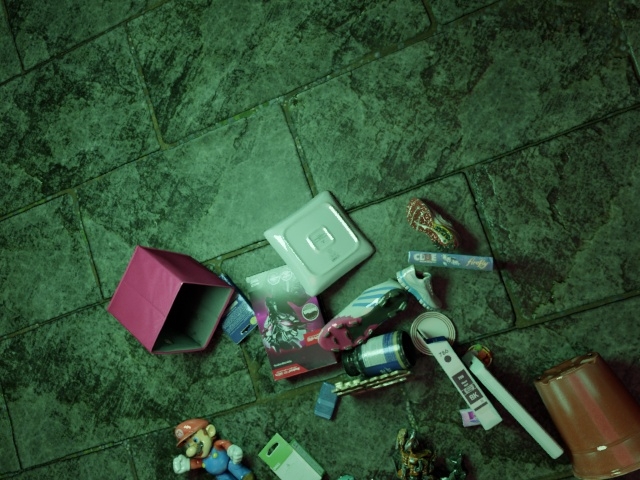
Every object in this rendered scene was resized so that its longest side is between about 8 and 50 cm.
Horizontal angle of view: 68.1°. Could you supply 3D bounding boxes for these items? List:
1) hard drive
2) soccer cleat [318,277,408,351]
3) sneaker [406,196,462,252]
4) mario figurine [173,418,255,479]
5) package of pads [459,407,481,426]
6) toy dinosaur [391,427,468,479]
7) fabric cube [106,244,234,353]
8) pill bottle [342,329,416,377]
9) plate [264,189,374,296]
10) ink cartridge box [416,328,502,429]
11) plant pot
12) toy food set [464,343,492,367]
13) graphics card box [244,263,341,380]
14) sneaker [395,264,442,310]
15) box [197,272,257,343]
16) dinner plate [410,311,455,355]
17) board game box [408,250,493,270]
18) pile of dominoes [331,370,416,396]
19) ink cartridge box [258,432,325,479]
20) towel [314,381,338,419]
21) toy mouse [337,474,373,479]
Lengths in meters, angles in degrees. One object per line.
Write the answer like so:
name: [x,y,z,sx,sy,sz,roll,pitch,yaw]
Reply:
hard drive: [0.553,0.472,1.392,0.040,0.203,0.307,-43,85,4]
soccer cleat: [0.137,0.241,1.543,0.331,0.143,0.116,-32,111,3]
sneaker: [0.365,-0.051,1.532,0.225,0.092,0.088,52,129,23]
mario figurine: [-0.385,0.760,1.628,0.320,0.170,0.198,45,64,3]
package of pads: [0.490,0.559,1.506,0.083,0.032,0.050,-14,85,12]
toy dinosaur: [0.347,0.752,1.500,0.218,0.164,0.322,-17,109,26]
fabric cube: [-0.503,0.200,1.600,0.258,0.254,0.259,29,96,29]
pill bottle: [0.186,0.371,1.526,0.219,0.122,0.123,-21,84,25]
plate: [0.000,0.000,1.574,0.277,0.045,0.278,-35,81,-15]
ink cartridge box: [0.414,0.395,1.438,0.065,0.165,0.333,-37,79,6]
plant pot: [0.768,0.478,1.340,0.272,0.272,0.265,-30,75,10]
toy food set: [0.505,0.374,1.513,0.082,0.020,0.083,39,97,11]
graphics card box: [-0.095,0.267,1.617,0.232,0.094,0.371,-18,83,11]
sneaker: [0.331,0.148,1.499,0.190,0.071,0.083,39,119,-18]
box: [-0.323,0.244,1.699,0.136,0.036,0.225,-44,78,9]
dinner plate: [0.367,0.304,1.549,0.141,0.017,0.141,0,89,13]
board game box: [0.400,0.062,1.473,0.243,0.165,0.042,5,90,13]
pile of dominoes: [0.169,0.443,1.511,0.251,0.196,0.040,-21,63,11]
ink cartridge box: [-0.098,0.762,1.621,0.209,0.062,0.109,41,97,11]
towel: [0.023,0.545,1.616,0.067,0.029,0.120,17,93,13]
toy mouse: [0.083,0.853,1.592,0.143,0.031,0.161,19,93,13]
